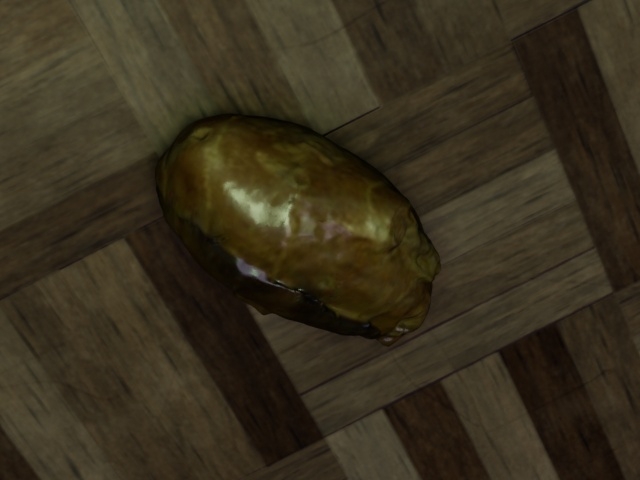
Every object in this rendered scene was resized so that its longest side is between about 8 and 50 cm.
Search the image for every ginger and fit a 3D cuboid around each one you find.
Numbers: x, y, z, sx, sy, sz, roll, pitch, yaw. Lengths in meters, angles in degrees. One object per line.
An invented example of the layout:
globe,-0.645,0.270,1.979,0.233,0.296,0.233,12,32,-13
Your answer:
ginger,0.000,0.000,1.599,0.321,0.172,0.165,36,69,-32
